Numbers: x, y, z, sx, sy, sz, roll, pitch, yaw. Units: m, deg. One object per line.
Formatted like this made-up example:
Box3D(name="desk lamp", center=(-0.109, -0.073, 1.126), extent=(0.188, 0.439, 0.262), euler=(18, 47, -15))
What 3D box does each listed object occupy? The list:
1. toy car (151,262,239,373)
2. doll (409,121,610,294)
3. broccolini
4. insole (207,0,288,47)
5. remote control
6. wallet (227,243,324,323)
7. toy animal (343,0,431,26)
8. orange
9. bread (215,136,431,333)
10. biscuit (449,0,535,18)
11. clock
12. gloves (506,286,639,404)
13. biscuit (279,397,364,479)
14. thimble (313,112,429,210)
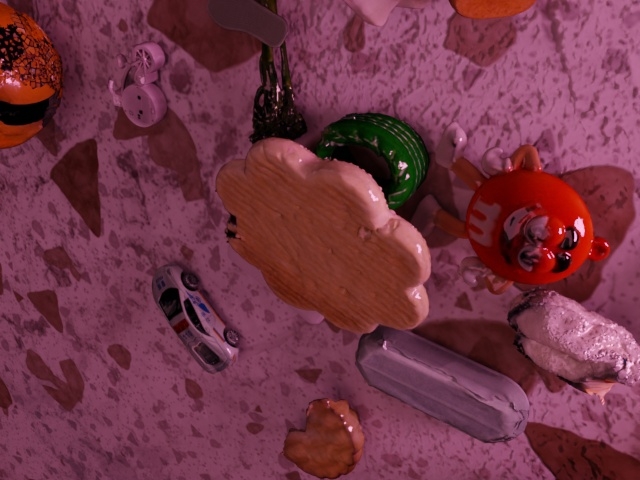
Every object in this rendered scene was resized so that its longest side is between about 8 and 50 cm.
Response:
Box3D(name="toy car", center=(-0.214, 0.131, 1.087), extent=(0.095, 0.056, 0.204), euler=(-34, 93, 40))
Box3D(name="doll", center=(0.207, -0.018, 0.733), extent=(0.217, 0.085, 0.183), euler=(33, 127, 25))
Box3D(name="broccolini", center=(-0.057, -0.217, 0.834), extent=(0.074, 0.058, 0.201), euler=(-2, 96, -10))
Box3D(name="insole", center=(-0.094, -0.279, 0.815), extent=(0.153, 0.002, 0.053), euler=(38, 115, 31))
Box3D(name="remote control", center=(0.159, 0.195, 0.888), extent=(0.248, 0.052, 0.104), euler=(23, 125, 18))
Box3D(name="wallet", center=(-0.057, 0.040, 0.958), extent=(0.190, 0.033, 0.095), euler=(36, 125, 11))
Box3D(name="toy animal", center=(0.057, -0.386, 0.610), extent=(0.188, 0.266, 0.308), euler=(42, 172, 25))
Box3D(name="orange", center=(-0.511, -0.257, 1.002), extent=(0.235, 0.182, 0.234), euler=(22, 134, 25))
Box3D(name="bread", center=(0.000, 0.000, 0.801), extent=(0.316, 0.054, 0.316), euler=(25, 144, 20))
Box3D(name="biscuit", center=(0.171, -0.344, 0.535), extent=(0.202, 0.047, 0.333), euler=(-9, 138, -10))
Box3D(name="clock", center=(-0.263, -0.231, 0.948), extent=(0.087, 0.041, 0.129), euler=(28, 129, 14))
Box3D(name="gloves", center=(0.285, 0.115, 0.750), extent=(0.153, 0.070, 0.114), euler=(31, 153, 8))
Box3D(name="biscuit", center=(0.013, 0.314, 1.032), extent=(0.118, 0.061, 0.183), euler=(39, 130, 8))
Box3D(name="thimble", center=(0.058, -0.093, 0.783), extent=(0.130, 0.090, 0.118), euler=(45, 130, 5))
